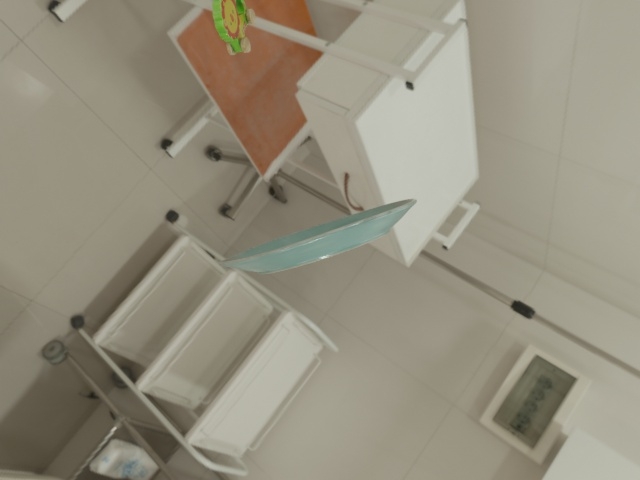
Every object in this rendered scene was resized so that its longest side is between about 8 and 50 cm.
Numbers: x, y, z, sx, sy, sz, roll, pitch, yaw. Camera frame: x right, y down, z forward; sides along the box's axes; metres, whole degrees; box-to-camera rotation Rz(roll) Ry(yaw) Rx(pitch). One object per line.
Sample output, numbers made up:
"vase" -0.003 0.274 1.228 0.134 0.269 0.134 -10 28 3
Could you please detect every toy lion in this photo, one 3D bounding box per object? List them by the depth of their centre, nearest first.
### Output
"toy lion" -0.135 -0.341 0.795 0.096 0.034 0.100 60 32 -59

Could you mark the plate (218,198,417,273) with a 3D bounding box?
"plate" 0.000 0.000 0.480 0.188 0.188 0.024 -23 95 -45
